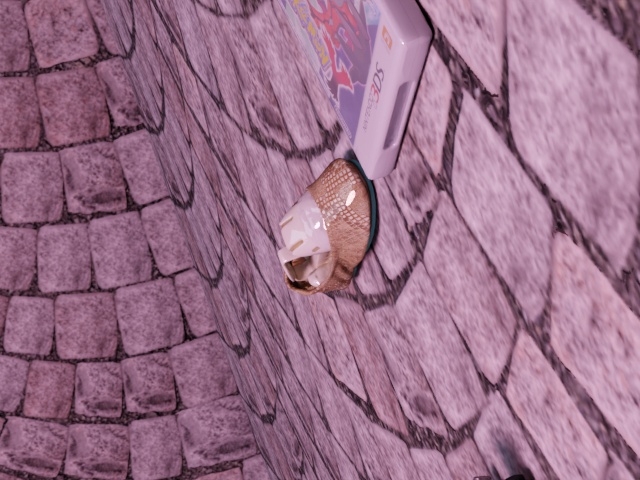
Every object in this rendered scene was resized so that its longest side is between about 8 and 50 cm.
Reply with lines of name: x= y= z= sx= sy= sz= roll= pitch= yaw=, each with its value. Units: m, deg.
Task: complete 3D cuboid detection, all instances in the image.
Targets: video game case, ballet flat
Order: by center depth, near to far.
video game case: x=0.006 y=-0.161 z=0.762 sx=0.183 sy=0.023 sz=0.201 roll=100 pitch=146 yaw=-68
ballet flat: x=0.000 y=0.000 z=0.961 sx=0.206 sy=0.067 sz=0.073 roll=97 pitch=150 yaw=-65

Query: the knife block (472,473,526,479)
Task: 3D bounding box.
knife block: x=0.146 y=0.289 z=0.774 sx=0.275 sy=0.088 sz=0.242 roll=-126 pitch=18 yaw=-51
